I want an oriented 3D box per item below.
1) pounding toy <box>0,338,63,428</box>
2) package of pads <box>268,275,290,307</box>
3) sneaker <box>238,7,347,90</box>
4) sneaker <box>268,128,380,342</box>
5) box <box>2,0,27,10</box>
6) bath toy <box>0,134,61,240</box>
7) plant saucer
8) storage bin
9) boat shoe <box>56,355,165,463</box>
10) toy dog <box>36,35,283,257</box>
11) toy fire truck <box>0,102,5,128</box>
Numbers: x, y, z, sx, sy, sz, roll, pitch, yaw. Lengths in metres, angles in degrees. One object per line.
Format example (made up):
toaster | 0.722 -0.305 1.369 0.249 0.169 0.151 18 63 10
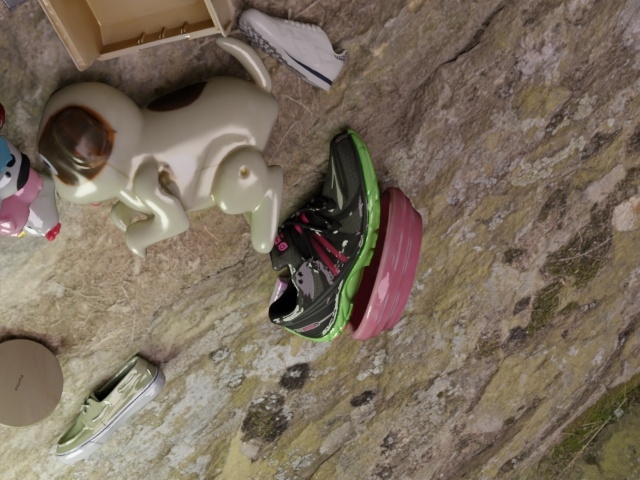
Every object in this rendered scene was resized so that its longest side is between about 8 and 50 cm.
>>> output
pounding toy | -0.661 0.319 1.745 0.237 0.110 0.183 -44 105 -36
package of pads | -0.084 0.120 1.918 0.050 0.032 0.083 6 121 -24
sneaker | -0.050 -0.372 1.557 0.235 0.090 0.095 29 96 -40
sneaker | 0.000 0.000 1.769 0.202 0.185 0.483 9 110 -14
box | -0.498 -0.423 1.351 0.067 0.018 0.083 -30 130 -1
bath toy | -0.525 -0.068 1.407 0.151 0.129 0.348 -32 173 -6
plant saucer | 0.141 0.055 1.775 0.084 0.332 0.332 15 119 -4
storage bin | -0.300 -0.414 1.313 0.262 0.123 0.260 -10 131 15
boat shoe | -0.488 0.376 1.891 0.302 0.109 0.094 -42 115 -3
toy dog | -0.283 -0.159 1.471 0.407 0.285 0.396 1 122 -22
toy fire truck | -0.668 -0.207 1.328 0.254 0.169 0.302 -46 132 14
